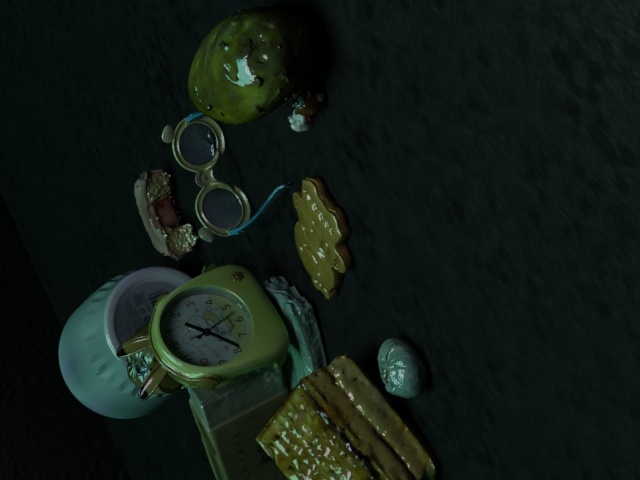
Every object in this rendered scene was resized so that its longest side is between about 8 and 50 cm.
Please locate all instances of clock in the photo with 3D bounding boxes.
[{"bbox_3d":[-0.174,0.142,1.877,0.170,0.232,0.069,58,158,26],"label":"clock"}]

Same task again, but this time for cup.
[{"bbox_3d":[-0.336,0.182,2.396,0.253,0.253,0.371,65,157,6],"label":"cup"}]

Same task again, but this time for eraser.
[{"bbox_3d":[-0.114,0.299,2.061,0.078,0.144,0.343,54,164,36],"label":"eraser"}]

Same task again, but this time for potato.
[{"bbox_3d":[-0.086,-0.211,1.566,0.251,0.113,0.149,-14,53,69],"label":"potato"}]

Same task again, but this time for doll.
[{"bbox_3d":[-0.021,-0.162,1.589,0.085,0.040,0.058,97,157,-45],"label":"doll"}]

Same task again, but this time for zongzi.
[{"bbox_3d":[-0.186,0.211,2.076,0.125,0.251,0.274,17,131,37],"label":"zongzi"}]

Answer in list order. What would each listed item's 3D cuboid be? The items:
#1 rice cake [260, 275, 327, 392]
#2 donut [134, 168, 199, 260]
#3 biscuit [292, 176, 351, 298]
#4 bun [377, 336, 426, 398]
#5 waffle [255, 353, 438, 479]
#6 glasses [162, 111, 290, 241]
[{"bbox_3d":[-0.030,0.167,1.934,0.124,0.038,0.211,39,146,52],"label":"rice cake"},{"bbox_3d":[-0.276,-0.046,2.282,0.117,0.065,0.166,-2,108,66],"label":"donut"},{"bbox_3d":[-0.003,-0.005,1.719,0.133,0.027,0.184,60,158,16],"label":"biscuit"},{"bbox_3d":[0.098,0.160,1.610,0.083,0.045,0.083,47,146,46],"label":"bun"},{"bbox_3d":[0.032,0.292,1.794,0.213,0.091,0.308,50,155,10],"label":"waffle"},{"bbox_3d":[-0.111,-0.111,1.863,0.220,0.088,0.190,-17,94,49],"label":"glasses"}]
